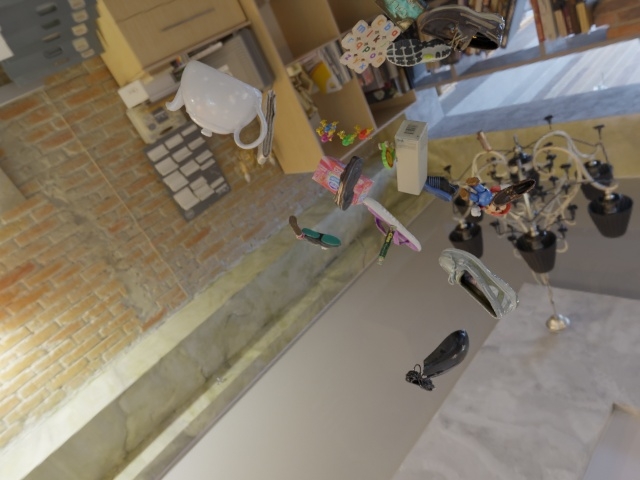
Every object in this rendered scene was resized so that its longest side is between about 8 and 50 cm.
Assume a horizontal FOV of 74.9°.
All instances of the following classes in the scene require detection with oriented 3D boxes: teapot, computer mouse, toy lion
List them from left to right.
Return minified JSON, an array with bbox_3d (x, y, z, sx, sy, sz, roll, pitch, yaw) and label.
[{"bbox_3d":[-0.302,-0.398,1.241,0.256,0.252,0.187,43,-67,55],"label":"teapot"},{"bbox_3d":[0.240,-0.299,1.477,0.034,0.096,0.100,-12,-179,31],"label":"toy lion"},{"bbox_3d":[0.442,0.437,1.491,0.272,0.188,0.072,-48,-138,4],"label":"computer mouse"}]

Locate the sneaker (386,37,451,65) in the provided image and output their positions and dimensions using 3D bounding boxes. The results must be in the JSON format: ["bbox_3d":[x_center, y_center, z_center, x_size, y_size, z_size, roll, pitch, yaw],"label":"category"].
[{"bbox_3d":[0.410,-0.784,1.770,0.274,0.107,0.110,-4,-174,-4],"label":"sneaker"}]

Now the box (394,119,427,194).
[{"bbox_3d":[0.347,-0.311,1.586,0.094,0.275,0.113,16,-124,24],"label":"box"}]

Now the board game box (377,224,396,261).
[{"bbox_3d":[0.268,0.024,1.705,0.030,0.136,0.260,19,174,9],"label":"board game box"}]

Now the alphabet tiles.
[{"bbox_3d":[0.231,-0.920,1.970,0.283,0.021,0.278,6,145,-46],"label":"alphabet tiles"}]

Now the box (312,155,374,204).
[{"bbox_3d":[0.123,-0.338,2.344,0.299,0.154,0.142,37,-157,22],"label":"box"}]

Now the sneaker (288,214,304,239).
[{"bbox_3d":[-0.108,-0.056,1.905,0.042,0.067,0.119,-25,-118,1],"label":"sneaker"}]

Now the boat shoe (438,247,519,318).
[{"bbox_3d":[0.527,0.142,1.454,0.103,0.118,0.320,-27,-129,-21],"label":"boat shoe"}]

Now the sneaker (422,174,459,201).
[{"bbox_3d":[0.548,-0.271,1.995,0.232,0.081,0.090,37,-97,27],"label":"sneaker"}]

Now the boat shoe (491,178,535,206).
[{"bbox_3d":[0.904,-0.228,1.961,0.206,0.073,0.073,-33,174,10],"label":"boat shoe"}]

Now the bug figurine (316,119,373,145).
[{"bbox_3d":[0.108,-0.524,2.053,0.278,0.072,0.216,17,-143,24],"label":"bug figurine"}]

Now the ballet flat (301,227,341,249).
[{"bbox_3d":[0.000,0.000,1.952,0.202,0.074,0.074,19,-140,12],"label":"ballet flat"}]

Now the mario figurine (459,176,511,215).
[{"bbox_3d":[0.923,-0.223,2.267,0.198,0.320,0.170,-42,-145,44],"label":"mario figurine"}]

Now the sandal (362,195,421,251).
[{"bbox_3d":[0.318,-0.060,1.965,0.102,0.416,0.169,-48,-150,4],"label":"sandal"}]

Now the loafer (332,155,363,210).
[{"bbox_3d":[0.114,-0.270,1.944,0.095,0.303,0.109,37,-130,21],"label":"loafer"}]

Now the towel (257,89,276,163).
[{"bbox_3d":[-0.225,-0.469,1.758,0.048,0.283,0.187,6,179,-13],"label":"towel"}]

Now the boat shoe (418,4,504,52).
[{"bbox_3d":[0.568,-0.832,1.658,0.354,0.131,0.132,1,166,-6],"label":"boat shoe"}]

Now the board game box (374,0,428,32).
[{"bbox_3d":[0.247,-0.790,1.364,0.026,0.186,0.126,-54,-166,-22],"label":"board game box"}]
